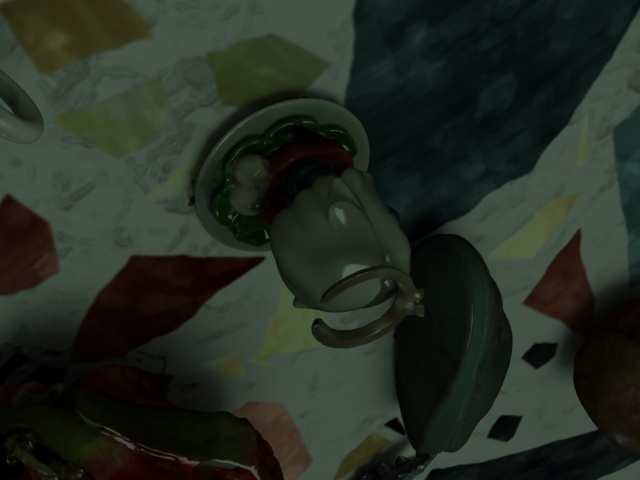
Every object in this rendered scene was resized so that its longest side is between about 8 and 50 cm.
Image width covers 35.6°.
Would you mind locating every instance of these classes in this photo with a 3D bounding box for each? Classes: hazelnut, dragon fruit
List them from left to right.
[{"bbox_3d":[-0.131,0.216,0.710,0.231,0.237,0.303,-51,129,-12],"label":"dragon fruit"},{"bbox_3d":[0.329,0.129,0.983,0.150,0.150,0.150,-18,137,-17],"label":"hazelnut"}]

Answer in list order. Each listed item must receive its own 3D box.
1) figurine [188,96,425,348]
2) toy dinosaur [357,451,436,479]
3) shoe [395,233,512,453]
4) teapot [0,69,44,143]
[{"bbox_3d":[0.000,0.000,0.632,0.132,0.154,0.132,-17,136,-17],"label":"figurine"},{"bbox_3d":[0.073,0.244,1.001,0.082,0.039,0.209,18,118,-40],"label":"toy dinosaur"},{"bbox_3d":[0.120,0.087,0.837,0.100,0.103,0.251,-15,141,-19],"label":"shoe"},{"bbox_3d":[-0.215,-0.108,0.441,0.145,0.092,0.226,-44,139,16],"label":"teapot"}]
